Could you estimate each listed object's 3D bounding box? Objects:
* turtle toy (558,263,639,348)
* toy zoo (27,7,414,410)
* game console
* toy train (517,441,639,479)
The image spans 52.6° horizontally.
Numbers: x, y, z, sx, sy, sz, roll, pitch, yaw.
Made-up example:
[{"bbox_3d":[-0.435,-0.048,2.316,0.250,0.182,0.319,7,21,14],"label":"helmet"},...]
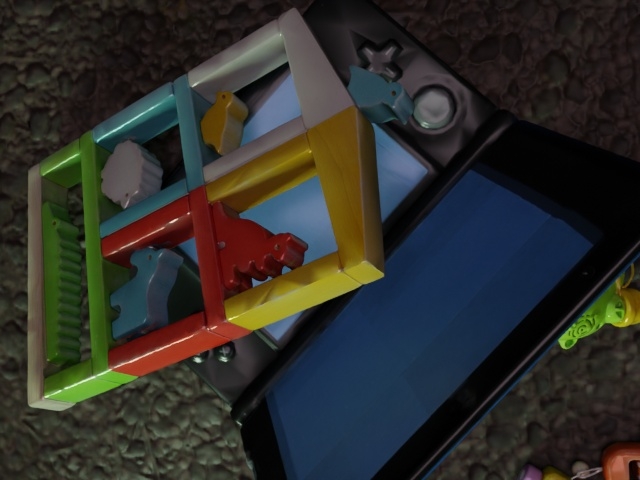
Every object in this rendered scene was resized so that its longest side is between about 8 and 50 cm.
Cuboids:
[{"bbox_3d":[0.158,0.007,0.433,0.095,0.066,0.130,-3,89,-16],"label":"turtle toy"},{"bbox_3d":[-0.076,-0.027,0.421,0.293,0.030,0.192,-24,61,20],"label":"toy zoo"},{"bbox_3d":[0.000,0.000,0.405,0.250,0.173,0.293,42,96,6],"label":"game console"},{"bbox_3d":[0.198,0.210,0.441,0.125,0.046,0.166,3,91,9],"label":"toy train"}]
